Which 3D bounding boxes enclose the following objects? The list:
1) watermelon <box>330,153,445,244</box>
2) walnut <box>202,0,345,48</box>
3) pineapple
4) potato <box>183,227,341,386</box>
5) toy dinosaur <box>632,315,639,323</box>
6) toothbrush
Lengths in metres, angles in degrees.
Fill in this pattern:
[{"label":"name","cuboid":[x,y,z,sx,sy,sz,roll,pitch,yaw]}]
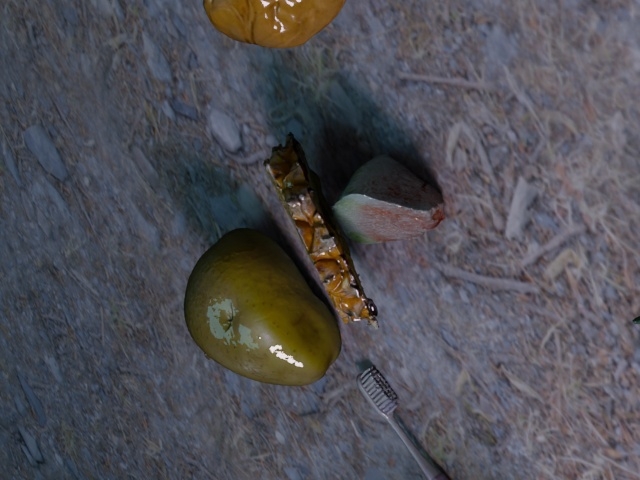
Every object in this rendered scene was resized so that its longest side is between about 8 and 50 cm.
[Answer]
[{"label":"watermelon","cuboid":[0.062,-0.032,1.530,0.094,0.081,0.180,38,169,-5]},{"label":"walnut","cuboid":[-0.038,-0.258,1.413,0.144,0.144,0.180,30,135,43]},{"label":"pineapple","cuboid":[0.000,0.000,1.582,0.221,0.047,0.221,-25,-90,-87]},{"label":"potato","cuboid":[-0.063,0.084,1.767,0.194,0.157,0.157,37,146,13]},{"label":"toy dinosaur","cuboid":[0.365,0.070,1.143,0.292,0.120,0.079,3,109,30]},{"label":"toothbrush","cuboid":[0.149,0.283,1.717,0.354,0.024,0.029,54,142,12]}]
